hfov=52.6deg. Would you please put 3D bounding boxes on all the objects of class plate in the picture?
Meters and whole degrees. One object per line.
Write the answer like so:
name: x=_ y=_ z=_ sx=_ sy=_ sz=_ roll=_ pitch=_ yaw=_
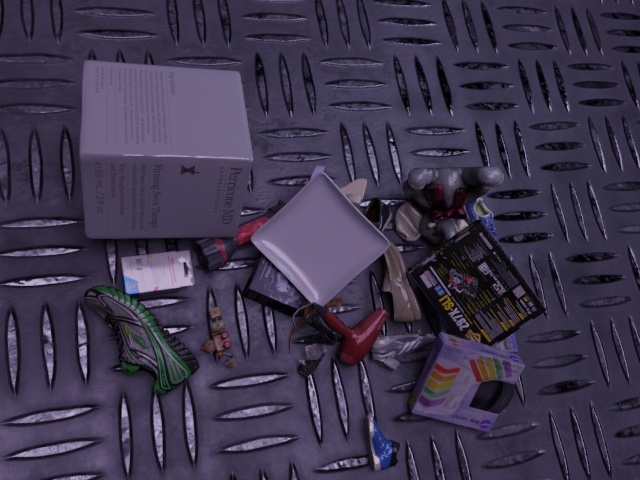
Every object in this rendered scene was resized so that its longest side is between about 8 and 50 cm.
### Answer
plate: x=0.000 y=0.000 z=1.760 sx=0.277 sy=0.045 sz=0.278 roll=-43 pitch=94 yaw=12

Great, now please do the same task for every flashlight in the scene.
flashlight: x=-0.204 y=-0.014 z=1.835 sx=0.304 sy=0.103 sz=0.103 roll=-25 pitch=80 yaw=-23

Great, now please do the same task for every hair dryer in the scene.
hair dryer: x=0.068 y=0.257 z=1.794 sx=0.294 sy=0.080 sz=0.223 roll=-17 pitch=122 yaw=-26

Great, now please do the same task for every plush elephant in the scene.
plush elephant: x=0.374 y=-0.095 z=1.984 sx=0.272 sy=0.330 sz=0.255 roll=-2 pitch=95 yaw=-6

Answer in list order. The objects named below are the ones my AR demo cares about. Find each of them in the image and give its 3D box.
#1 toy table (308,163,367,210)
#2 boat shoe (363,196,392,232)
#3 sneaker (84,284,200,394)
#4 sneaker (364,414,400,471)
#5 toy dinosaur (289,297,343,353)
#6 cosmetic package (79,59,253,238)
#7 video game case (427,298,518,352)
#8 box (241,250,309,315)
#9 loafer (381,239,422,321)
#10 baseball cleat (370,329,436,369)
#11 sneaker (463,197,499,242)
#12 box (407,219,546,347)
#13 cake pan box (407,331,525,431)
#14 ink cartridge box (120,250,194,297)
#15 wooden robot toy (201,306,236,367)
toy table: x=0.030 y=-0.078 z=1.876 sx=0.161 sy=0.252 sz=0.274 roll=14 pitch=79 yaw=5
boat shoe: x=0.141 y=-0.025 z=1.952 sx=0.084 sy=0.079 sz=0.233 roll=7 pitch=57 yaw=32
sneaker: x=-0.472 y=0.248 z=1.642 sx=0.343 sy=0.134 sz=0.146 roll=44 pitch=66 yaw=-1
sneaker: x=0.173 y=0.553 z=1.792 sx=0.085 sy=0.058 sz=0.152 roll=-7 pitch=79 yaw=-14
toy dinosaur: x=-0.034 y=0.208 z=1.829 sx=0.211 sy=0.112 sz=0.064 roll=-40 pitch=116 yaw=14
cosmetic package: x=-0.405 y=-0.225 z=1.674 sx=0.394 sy=0.329 sz=0.327 roll=-1 pitch=54 yaw=-17
video game case: x=0.460 y=0.227 z=1.994 sx=0.244 sy=0.061 sz=0.269 roll=-5 pitch=75 yaw=-18
box: x=-0.116 y=0.108 z=1.830 sx=0.158 sy=0.093 sz=0.155 roll=25 pitch=66 yaw=-10
loafer: x=0.219 y=0.122 z=1.929 sx=0.092 sy=0.102 sz=0.268 roll=-20 pitch=71 yaw=1
baseball cleat: x=0.242 y=0.322 z=1.899 sx=0.206 sy=0.072 sz=0.109 roll=-1 pitch=87 yaw=-14
sneaker: x=0.526 y=-0.044 z=2.096 sx=0.080 sy=0.081 sz=0.211 roll=-24 pitch=83 yaw=-25
box: x=0.448 y=0.140 z=1.865 sx=0.257 sy=0.079 sz=0.322 roll=-37 pitch=92 yaw=8
cake pan box: x=0.414 y=0.407 z=1.841 sx=0.267 sy=0.070 sz=0.245 roll=18 pitch=111 yaw=-12
ink cartridge box: x=-0.439 y=0.091 z=1.745 sx=0.181 sy=0.061 sz=0.104 roll=-7 pitch=75 yaw=-20
wooden robot toy: x=-0.283 y=0.268 z=1.736 sx=0.079 sy=0.076 sz=0.173 roll=-17 pitch=78 yaw=-11
